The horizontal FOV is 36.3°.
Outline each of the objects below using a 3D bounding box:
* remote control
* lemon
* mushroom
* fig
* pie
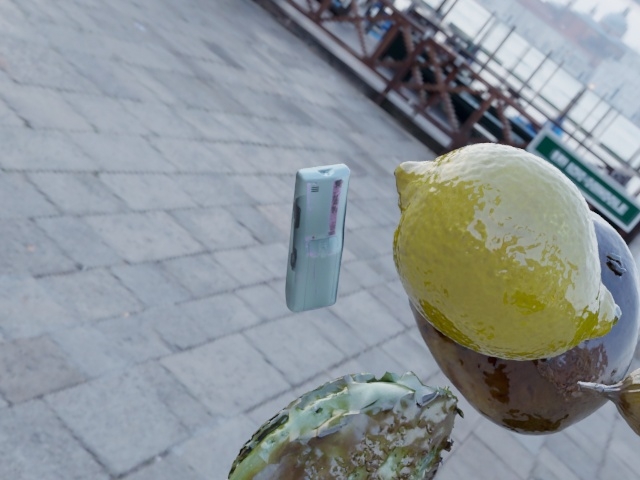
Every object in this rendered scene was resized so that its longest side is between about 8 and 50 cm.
[{"bbox_3d":[0.000,0.000,1.053,0.065,0.166,0.029,-9,31,-27],"label":"remote control"},{"bbox_3d":[0.163,0.012,0.887,0.244,0.187,0.187,40,17,0],"label":"lemon"},{"bbox_3d":[0.284,0.087,1.380,0.345,0.345,0.259,34,-11,-13],"label":"mushroom"},{"bbox_3d":[0.340,0.172,0.946,0.119,0.153,0.119,-16,90,-73],"label":"fig"},{"bbox_3d":[0.008,0.289,1.108,0.103,0.355,0.288,42,-26,39],"label":"pie"}]
